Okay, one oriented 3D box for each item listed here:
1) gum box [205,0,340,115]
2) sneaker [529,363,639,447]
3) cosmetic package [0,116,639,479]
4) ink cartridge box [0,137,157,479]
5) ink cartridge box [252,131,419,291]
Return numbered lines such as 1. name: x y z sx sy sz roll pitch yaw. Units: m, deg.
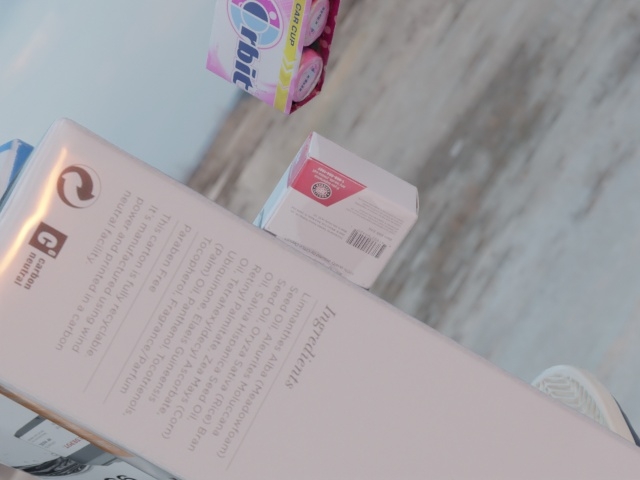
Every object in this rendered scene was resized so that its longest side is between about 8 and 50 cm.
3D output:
1. gum box: -0.042 -0.232 1.762 0.062 0.107 0.188 -40 -28 -43
2. sneaker: 0.315 0.279 1.730 0.148 0.350 0.131 2 -33 -49
3. cosmetic package: -0.027 0.110 1.185 0.161 0.453 0.230 -62 10 -11
4. ink cartridge box: -0.193 0.098 1.536 0.285 0.395 0.166 -19 52 46
5. ink cartridge box: 0.000 0.000 2.192 0.218 0.159 0.092 -57 12 25
